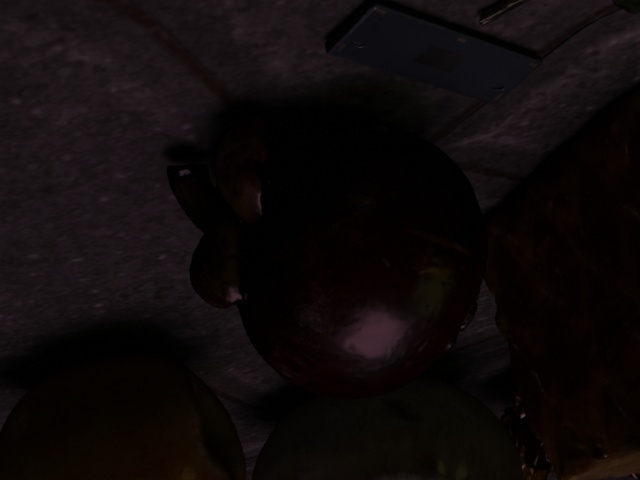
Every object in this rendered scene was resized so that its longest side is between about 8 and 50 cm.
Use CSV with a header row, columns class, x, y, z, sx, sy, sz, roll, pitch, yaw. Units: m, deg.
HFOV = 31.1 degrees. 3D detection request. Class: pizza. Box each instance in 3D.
class,x,y,z,sx,sy,sz,roll,pitch,yaw
pizza,0.299,0.323,1.671,0.074,0.287,0.251,13,-177,21

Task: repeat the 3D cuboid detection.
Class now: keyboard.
class,x,y,z,sx,sy,sz,roll,pitch,yaw
keyboard,0.085,-0.135,0.830,0.176,0.014,0.055,9,146,-40

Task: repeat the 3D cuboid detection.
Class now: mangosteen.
class,x,y,z,sx,sy,sz,roll,pitch,yaw
mangosteen,0.000,0.000,0.881,0.258,0.215,0.215,30,143,-7

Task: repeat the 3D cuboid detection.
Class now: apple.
class,x,y,z,sx,sy,sz,roll,pitch,yaw
apple,-0.197,0.237,1.189,0.264,0.264,0.264,-11,155,-5

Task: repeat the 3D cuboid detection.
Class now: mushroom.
class,x,y,z,sx,sy,sz,roll,pitch,yaw
mushroom,0.086,0.314,1.483,0.352,0.260,0.352,-8,146,-5

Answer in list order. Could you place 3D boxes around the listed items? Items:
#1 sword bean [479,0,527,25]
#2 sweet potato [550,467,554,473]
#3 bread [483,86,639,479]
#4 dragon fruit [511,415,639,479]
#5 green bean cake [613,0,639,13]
class,x,y,z,sx,sy,sz,roll,pitch,yaw
sword bean,0.145,-0.170,0.790,0.083,0.012,0.012,-27,152,25
sweet potato,0.365,0.340,1.878,0.355,0.106,0.095,-10,121,-11
bread,0.310,0.046,1.025,0.207,0.279,0.279,3,152,-28
dragon fruit,0.406,0.159,1.490,0.329,0.228,0.286,-3,119,-4
green bean cake,0.250,-0.202,0.679,0.181,0.094,0.173,10,147,-40
